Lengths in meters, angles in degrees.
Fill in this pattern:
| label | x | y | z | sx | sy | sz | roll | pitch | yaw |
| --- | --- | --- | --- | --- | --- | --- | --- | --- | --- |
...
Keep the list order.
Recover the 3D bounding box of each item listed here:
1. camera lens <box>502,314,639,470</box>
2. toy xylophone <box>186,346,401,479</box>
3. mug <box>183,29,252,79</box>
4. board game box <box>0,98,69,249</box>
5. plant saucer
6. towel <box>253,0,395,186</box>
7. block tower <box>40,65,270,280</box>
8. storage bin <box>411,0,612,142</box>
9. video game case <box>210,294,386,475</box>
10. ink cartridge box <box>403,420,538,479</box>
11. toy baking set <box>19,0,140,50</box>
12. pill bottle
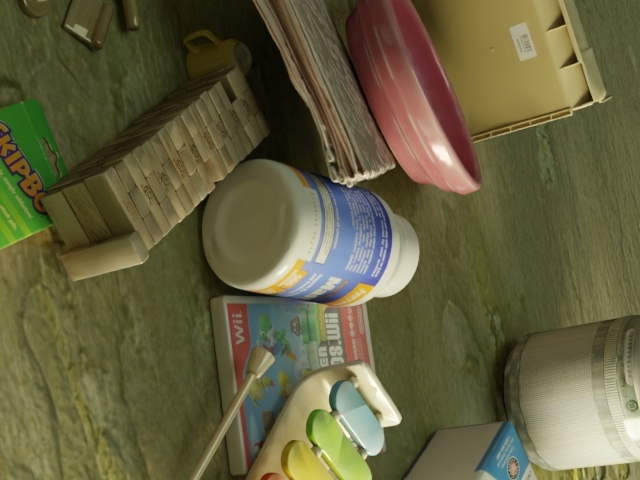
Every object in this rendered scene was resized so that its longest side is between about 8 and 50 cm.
| label | x | y | z | sx | sy | sz | roll | pitch | yaw |
| --- | --- | --- | --- | --- | --- | --- | --- | --- | --- |
| camera lens | 0.435 | 0.234 | 1.840 | 0.219 | 0.274 | 0.219 | 23 | 60 | -48 |
| toy xylophone | -0.031 | 0.266 | 1.325 | 0.236 | 0.081 | 0.323 | 50 | 51 | -40 |
| mug | -0.121 | -0.212 | 1.424 | 0.078 | 0.064 | 0.062 | 6 | 74 | -52 |
| board game box | -0.333 | -0.043 | 1.102 | 0.259 | 0.039 | 0.124 | -32 | 105 | -51 |
| plant saucer | 0.124 | -0.210 | 1.668 | 0.332 | 0.084 | 0.332 | 58 | 18 | -30 |
| towel | -0.004 | -0.217 | 1.468 | 0.332 | 0.053 | 0.317 | -26 | 92 | -80 |
| block tower | -0.164 | -0.084 | 1.267 | 0.097 | 0.091 | 0.335 | 63 | 31 | -19 |
| storage bin | 0.292 | -0.307 | 1.856 | 0.123 | 0.260 | 0.262 | -28 | 101 | -50 |
| video game case | -0.020 | 0.170 | 1.460 | 0.285 | 0.025 | 0.204 | 5 | 75 | -53 |
| ink cartridge box | 0.226 | 0.434 | 1.611 | 0.223 | 0.129 | 0.307 | -46 | 115 | -51 |
| toy baking set | -0.272 | -0.336 | 1.290 | 0.196 | 0.030 | 0.256 | 7 | 72 | -52 |
| pill bottle | 0.000 | 0.000 | 1.438 | 0.272 | 0.152 | 0.152 | 14 | 67 | -50 |
